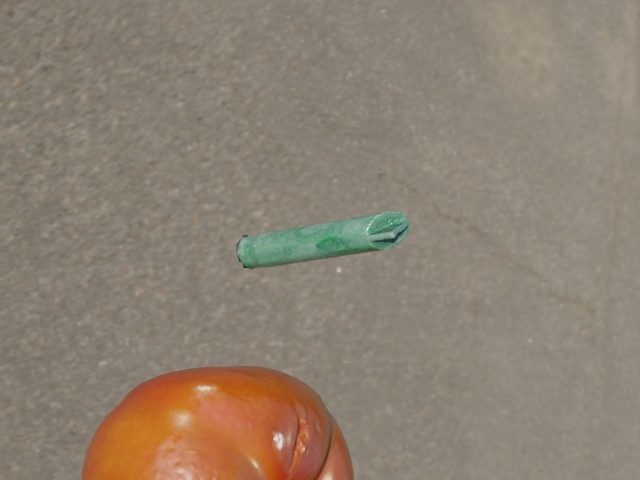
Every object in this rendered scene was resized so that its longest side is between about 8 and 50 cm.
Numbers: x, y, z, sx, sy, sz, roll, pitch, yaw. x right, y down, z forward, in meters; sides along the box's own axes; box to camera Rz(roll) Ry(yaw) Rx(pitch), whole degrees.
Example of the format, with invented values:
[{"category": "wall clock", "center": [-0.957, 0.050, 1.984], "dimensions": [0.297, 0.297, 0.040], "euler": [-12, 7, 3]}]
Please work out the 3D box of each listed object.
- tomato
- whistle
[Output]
[{"category": "tomato", "center": [-0.085, 0.213, 0.838], "dimensions": [0.259, 0.179, 0.260], "euler": [-18, 112, -56]}, {"category": "whistle", "center": [0.000, 0.000, 1.022], "dimensions": [0.039, 0.186, 0.039], "euler": [17, 68, -51]}]
